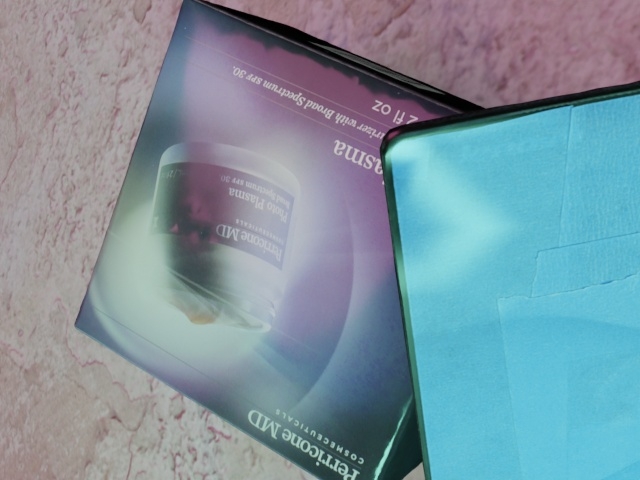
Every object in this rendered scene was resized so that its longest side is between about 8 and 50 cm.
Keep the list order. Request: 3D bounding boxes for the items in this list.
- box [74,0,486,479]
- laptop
[{"bbox_3d":[0.000,0.000,0.746,0.296,0.183,0.294,27,105,21],"label":"box"},{"bbox_3d":[0.247,0.153,0.359,0.382,0.236,0.407,-10,72,2],"label":"laptop"}]
